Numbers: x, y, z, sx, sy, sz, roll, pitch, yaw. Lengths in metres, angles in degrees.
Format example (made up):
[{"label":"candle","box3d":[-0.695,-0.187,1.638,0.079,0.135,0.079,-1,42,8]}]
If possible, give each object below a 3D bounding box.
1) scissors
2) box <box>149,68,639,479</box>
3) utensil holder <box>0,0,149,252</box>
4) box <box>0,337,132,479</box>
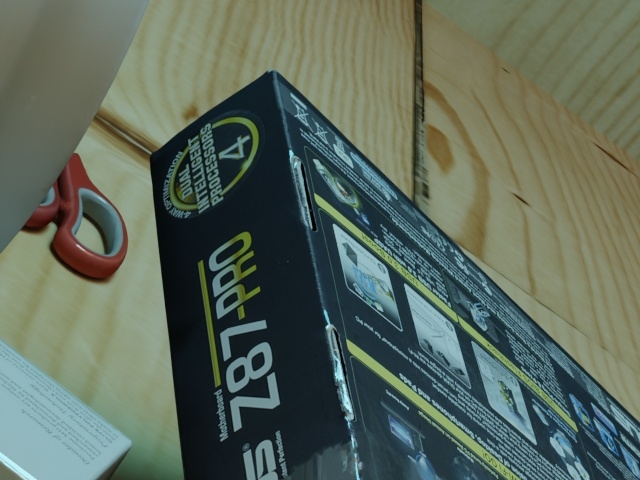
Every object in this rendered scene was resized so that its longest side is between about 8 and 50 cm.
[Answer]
[{"label":"scissors","box3d":[-0.176,-0.057,1.252,0.109,0.021,0.297,31,17,-15]},{"label":"box","box3d":[0.084,0.140,0.904,0.395,0.097,0.318,42,21,-36]},{"label":"utensil holder","box3d":[-0.303,-0.176,0.796,0.385,0.327,0.327,25,21,-29]},{"label":"box","box3d":[-0.153,0.101,0.742,0.102,0.101,0.087,37,17,2]}]
